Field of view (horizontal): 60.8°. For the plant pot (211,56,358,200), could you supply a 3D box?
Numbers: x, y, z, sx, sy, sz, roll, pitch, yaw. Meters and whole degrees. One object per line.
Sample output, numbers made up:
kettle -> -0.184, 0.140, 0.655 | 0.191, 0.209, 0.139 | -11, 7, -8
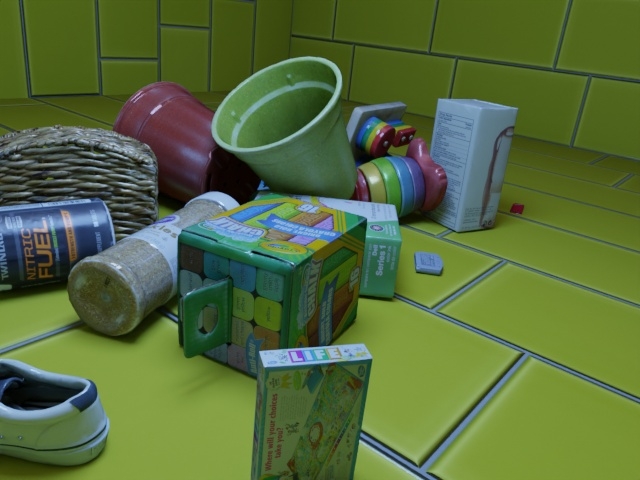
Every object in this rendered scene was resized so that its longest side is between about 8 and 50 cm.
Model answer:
plant pot -> -0.044, -0.191, 1.137 | 0.276, 0.254, 0.276 | -14, 47, 16

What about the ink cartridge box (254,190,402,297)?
ink cartridge box -> 0.000, 0.000, 1.014 | 0.278, 0.117, 0.201 | 6, 22, 1

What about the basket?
basket -> -0.473, -0.123, 1.065 | 0.299, 0.213, 0.223 | -1, 24, -17

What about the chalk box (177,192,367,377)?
chalk box -> -0.077, 0.065, 0.754 | 0.179, 0.180, 0.289 | 16, 25, 23

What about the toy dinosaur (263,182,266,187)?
toy dinosaur -> -0.102, -0.162, 1.381 | 0.092, 0.053, 0.183 | -4, 25, -28

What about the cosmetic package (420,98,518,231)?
cosmetic package -> 0.357, -0.186, 1.331 | 0.129, 0.296, 0.153 | -8, 26, -28

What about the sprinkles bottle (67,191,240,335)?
sprinkles bottle -> -0.244, 0.021, 0.893 | 0.121, 0.121, 0.355 | 12, 23, 13

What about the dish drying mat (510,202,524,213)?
dish drying mat -> 0.554, -0.090, 1.535 | 0.032, 0.008, 0.083 | 16, 24, 20

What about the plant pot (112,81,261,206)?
plant pot -> -0.289, -0.197, 1.269 | 0.265, 0.272, 0.272 | 28, 29, 27

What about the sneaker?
sneaker -> -0.345, 0.161, 0.556 | 0.258, 0.091, 0.094 | 5, 22, -4

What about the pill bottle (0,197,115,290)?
pill bottle -> -0.462, 0.009, 0.854 | 0.245, 0.130, 0.130 | -10, 27, -34

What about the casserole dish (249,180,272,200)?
casserole dish -> -0.151, -0.137, 1.426 | 0.188, 0.037, 0.114 | -8, 26, -34

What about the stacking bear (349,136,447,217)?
stacking bear -> 0.126, -0.122, 1.306 | 0.289, 0.164, 0.175 | -11, 51, -14

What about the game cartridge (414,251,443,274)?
game cartridge -> 0.218, 0.046, 1.097 | 0.056, 0.017, 0.083 | 5, 22, 6

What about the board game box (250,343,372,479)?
board game box -> -0.011, 0.175, 0.528 | 0.103, 0.154, 0.026 | -1, 23, -17

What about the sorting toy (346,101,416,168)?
sorting toy -> 0.143, -0.226, 1.457 | 0.089, 0.257, 0.255 | 36, 32, 21
